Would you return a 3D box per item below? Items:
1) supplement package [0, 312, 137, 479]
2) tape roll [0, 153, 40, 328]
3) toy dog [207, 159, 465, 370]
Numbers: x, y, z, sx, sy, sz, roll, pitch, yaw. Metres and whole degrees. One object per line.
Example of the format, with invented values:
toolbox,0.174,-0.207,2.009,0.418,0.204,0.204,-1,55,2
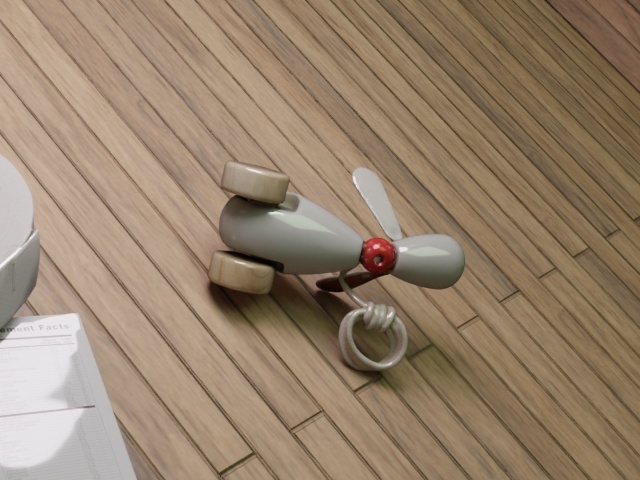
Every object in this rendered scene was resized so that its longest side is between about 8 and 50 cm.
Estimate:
supplement package,-0.270,0.203,1.056,0.139,0.134,0.244,0,51,-37
tape roll,-0.458,-0.003,1.055,0.392,0.072,0.392,7,32,-4
toy dog,0.000,0.000,1.471,0.334,0.220,0.161,32,5,-19
